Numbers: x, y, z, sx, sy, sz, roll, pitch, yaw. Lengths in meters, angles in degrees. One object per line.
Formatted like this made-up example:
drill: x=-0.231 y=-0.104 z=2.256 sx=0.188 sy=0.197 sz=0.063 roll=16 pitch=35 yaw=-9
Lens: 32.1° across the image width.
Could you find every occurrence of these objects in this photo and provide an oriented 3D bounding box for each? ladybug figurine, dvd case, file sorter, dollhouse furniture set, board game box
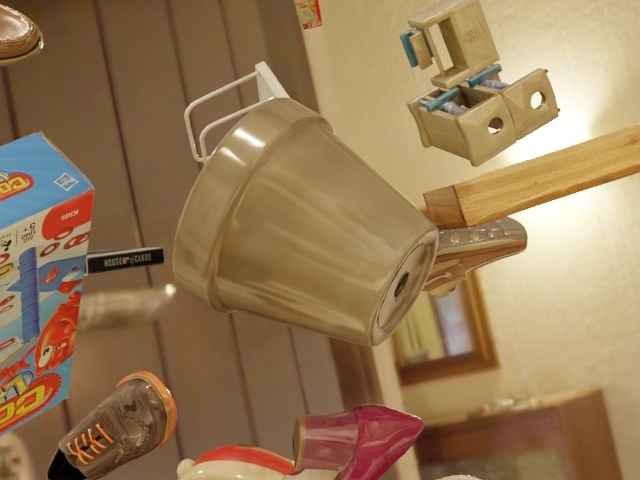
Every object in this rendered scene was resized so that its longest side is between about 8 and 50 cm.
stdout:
ladybug figurine: x=-0.088 y=0.538 z=2.167 sx=0.305 sy=0.449 sz=0.162 roll=-33 pitch=26 yaw=39
dvd case: x=-0.372 y=0.033 z=1.583 sx=0.239 sy=0.029 sz=0.179 roll=-2 pitch=3 yaw=26
file sorter: x=-0.098 y=-0.127 z=1.933 sx=0.173 sy=0.277 sz=0.193 roll=-27 pitch=-28 yaw=-13
dollhouse furniture set: x=0.173 y=-0.207 z=1.305 sx=0.129 sy=0.183 sz=0.129 roll=-31 pitch=25 yaw=-14
board game box: x=-0.040 y=-0.488 z=2.007 sx=0.045 sy=0.146 sz=0.193 roll=-14 pitch=-14 yaw=1
board game box: x=-0.352 y=0.091 z=0.953 sx=0.308 sy=0.086 sz=0.302 roll=-30 pitch=-28 yaw=-38

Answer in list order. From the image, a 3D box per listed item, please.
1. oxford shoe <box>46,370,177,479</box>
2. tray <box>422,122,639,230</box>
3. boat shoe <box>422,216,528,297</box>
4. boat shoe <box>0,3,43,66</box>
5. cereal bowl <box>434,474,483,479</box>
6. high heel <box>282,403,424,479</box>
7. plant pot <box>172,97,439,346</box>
oxford shoe: x=-0.267 y=0.252 z=1.409 sx=0.098 sy=0.097 sz=0.271 roll=-33 pitch=-9 yaw=-44
tray: x=0.383 y=-0.108 z=1.735 sx=0.411 sy=0.076 sz=0.203 roll=-19 pitch=1 yaw=-8
boat shoe: x=0.205 y=0.035 z=1.951 sx=0.325 sy=0.116 sz=0.123 roll=-11 pitch=27 yaw=11
boat shoe: x=-0.601 y=-0.363 z=1.777 sx=0.307 sy=0.110 sz=0.104 roll=11 pitch=-36 yaw=0
cereal bowl: x=0.224 y=0.583 z=1.918 sx=0.339 sy=0.338 sz=0.141 roll=-6 pitch=-17 yaw=-44
high heel: x=0.038 y=0.379 z=1.670 sx=0.181 sy=0.127 sz=0.377 roll=1 pitch=-38 yaw=-9
plant pot: x=0.000 y=0.000 z=1.551 sx=0.280 sy=0.323 sz=0.323 roll=28 pitch=9 yaw=20
